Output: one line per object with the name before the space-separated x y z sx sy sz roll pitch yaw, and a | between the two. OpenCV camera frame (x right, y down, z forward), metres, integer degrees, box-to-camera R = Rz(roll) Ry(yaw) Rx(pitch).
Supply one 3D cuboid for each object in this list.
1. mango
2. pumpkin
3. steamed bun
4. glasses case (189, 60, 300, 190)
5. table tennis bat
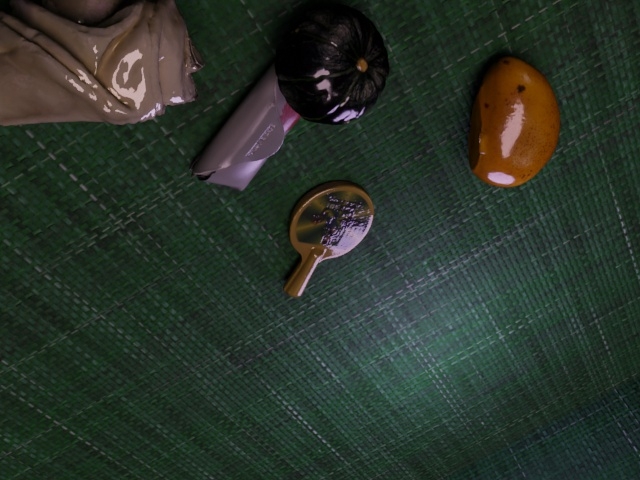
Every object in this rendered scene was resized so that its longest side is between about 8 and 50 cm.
mango | 0.410 -0.249 1.685 0.191 0.160 0.290 -9 122 -4
pumpkin | 0.022 -0.318 1.449 0.220 0.162 0.220 -12 107 -44
steamed bun | -0.366 -0.319 1.265 0.394 0.346 0.237 -20 117 -46
glasses case | -0.124 -0.211 1.566 0.128 0.083 0.308 25 117 -34
table tennis bat | 0.000 0.000 1.825 0.198 0.050 0.321 13 119 -31
